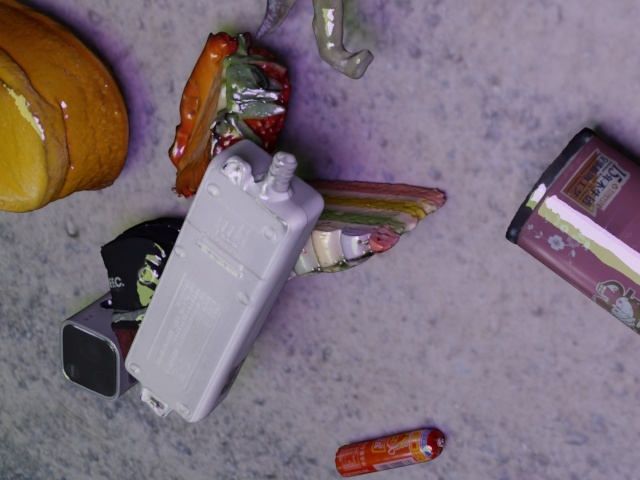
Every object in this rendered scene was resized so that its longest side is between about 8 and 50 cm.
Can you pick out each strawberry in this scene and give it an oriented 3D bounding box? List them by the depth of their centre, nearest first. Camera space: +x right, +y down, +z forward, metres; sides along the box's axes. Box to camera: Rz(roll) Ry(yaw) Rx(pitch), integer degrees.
[{"bbox_3d":[-0.078,-0.106,1.201,0.140,0.085,0.192,-121,42,-56],"label":"strawberry"}]

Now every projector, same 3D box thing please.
[{"bbox_3d":[-0.224,0.112,1.425,0.083,0.082,0.083,21,123,24],"label":"projector"}]

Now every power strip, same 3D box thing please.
[{"bbox_3d":[-0.088,0.038,1.170,0.098,0.058,0.338,38,132,12],"label":"power strip"}]

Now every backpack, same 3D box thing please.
[{"bbox_3d":[-0.160,0.064,1.341,0.120,0.106,0.165,-18,102,36],"label":"backpack"}]

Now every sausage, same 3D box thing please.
[{"bbox_3d":[0.072,0.208,1.304,0.129,0.034,0.034,-20,101,39],"label":"sausage"}]

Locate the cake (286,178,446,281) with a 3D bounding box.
[{"bbox_3d":[-0.009,-0.019,1.195,0.225,0.109,0.090,-15,105,39],"label":"cake"}]

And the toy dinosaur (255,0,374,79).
[{"bbox_3d":[0.026,-0.270,1.074,0.162,0.077,0.294,35,114,20],"label":"toy dinosaur"}]

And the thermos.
[{"bbox_3d":[0.302,0.061,1.025,0.330,0.109,0.136,37,128,13],"label":"thermos"}]

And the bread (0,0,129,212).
[{"bbox_3d":[-0.317,-0.137,1.324,0.269,0.142,0.195,25,127,24],"label":"bread"}]
